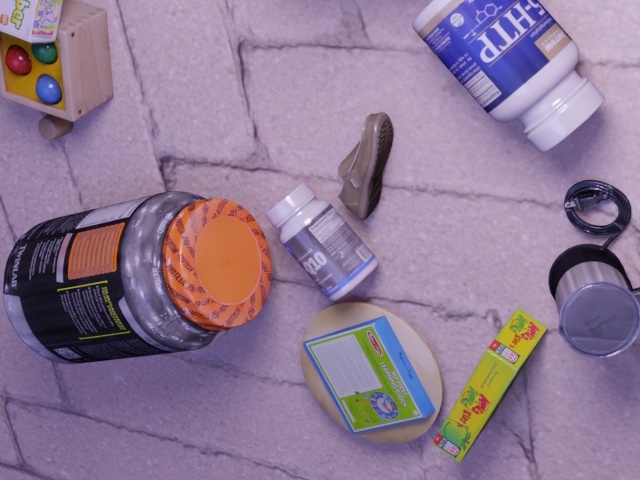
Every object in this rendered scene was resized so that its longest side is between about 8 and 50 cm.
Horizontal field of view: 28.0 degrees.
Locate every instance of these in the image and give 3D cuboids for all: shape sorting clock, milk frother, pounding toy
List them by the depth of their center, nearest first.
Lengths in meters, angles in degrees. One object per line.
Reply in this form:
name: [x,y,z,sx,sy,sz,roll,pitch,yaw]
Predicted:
milk frother: [0.287,0.026,1.338,0.129,0.135,0.143,-34,101,13]
shape sorting clock: [0.065,0.171,1.660,0.206,0.040,0.206,18,124,28]
pounding toy: [-0.372,-0.212,1.681,0.181,0.094,0.206,19,128,24]

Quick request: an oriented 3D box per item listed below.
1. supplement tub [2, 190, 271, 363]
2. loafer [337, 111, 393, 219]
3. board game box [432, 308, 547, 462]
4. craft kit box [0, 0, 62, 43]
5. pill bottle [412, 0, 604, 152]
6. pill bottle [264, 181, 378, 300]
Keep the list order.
supplement tub: [-0.240,0.050,1.684,0.338,0.207,0.207,-9,113,40]
loafer: [0.047,-0.088,1.489,0.050,0.056,0.148,22,130,14]
board game box: [0.201,0.175,1.529,0.043,0.092,0.181,33,133,12]
craft kit box: [-0.408,-0.394,1.557,0.247,0.061,0.249,21,109,21]
pill bottle: [0.192,-0.184,1.282,0.186,0.112,0.112,48,134,-2]
pill bottle: [0.000,0.000,1.567,0.137,0.078,0.078,49,134,-2]
